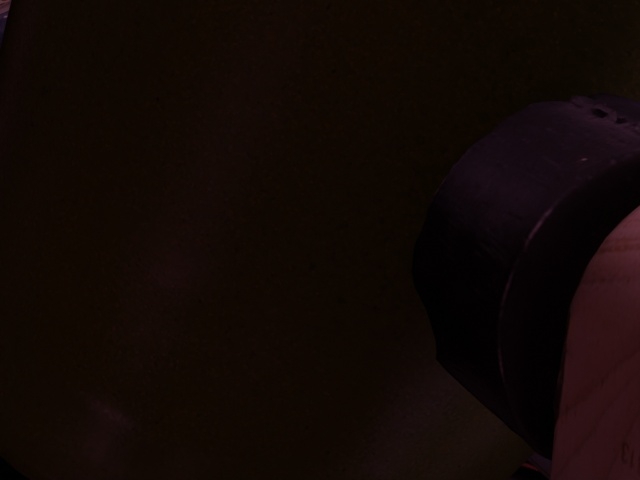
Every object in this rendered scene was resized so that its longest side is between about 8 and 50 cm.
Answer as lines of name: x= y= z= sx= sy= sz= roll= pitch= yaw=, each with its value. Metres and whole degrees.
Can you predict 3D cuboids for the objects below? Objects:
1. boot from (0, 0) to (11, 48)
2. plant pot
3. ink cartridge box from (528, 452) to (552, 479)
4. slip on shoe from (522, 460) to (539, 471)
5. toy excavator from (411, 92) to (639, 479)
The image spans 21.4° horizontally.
boot: x=-0.294 y=-0.141 z=1.172 sx=0.178 sy=0.085 sz=0.236 roll=16 pitch=27 yaw=26
plant pot: x=0.017 y=-0.052 z=0.707 sx=0.366 sy=0.353 sz=0.366 roll=27 pitch=8 yaw=-4
ink cartridge box: x=0.267 y=0.060 z=0.868 sx=0.384 sy=0.279 sz=0.160 roll=44 pitch=13 yaw=21
slip on shoe: x=0.201 y=0.119 z=1.123 sx=0.331 sy=0.123 sz=0.101 roll=18 pitch=27 yaw=-33
toy excavator: x=0.269 y=0.158 z=0.558 sx=0.445 sy=0.433 sz=0.222 roll=-7 pitch=23 yaw=-22
